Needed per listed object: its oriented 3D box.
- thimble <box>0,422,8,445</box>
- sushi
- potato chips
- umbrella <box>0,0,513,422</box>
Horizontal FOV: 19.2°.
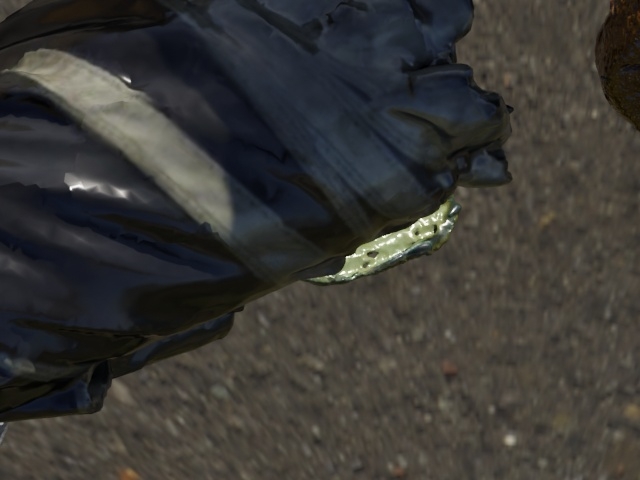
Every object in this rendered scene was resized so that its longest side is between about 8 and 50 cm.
[{"bbox_3d":[-0.283,0.042,1.038,0.217,0.245,0.157,-18,28,-12],"label":"thimble"},{"bbox_3d":[0.148,-0.085,0.848,0.050,0.099,0.047,-1,44,5],"label":"sushi"},{"bbox_3d":[0.000,-0.001,1.224,0.207,0.028,0.092,-16,34,-23],"label":"potato chips"},{"bbox_3d":[-0.117,0.013,0.501,0.358,0.106,0.113,-28,91,-11],"label":"umbrella"}]
